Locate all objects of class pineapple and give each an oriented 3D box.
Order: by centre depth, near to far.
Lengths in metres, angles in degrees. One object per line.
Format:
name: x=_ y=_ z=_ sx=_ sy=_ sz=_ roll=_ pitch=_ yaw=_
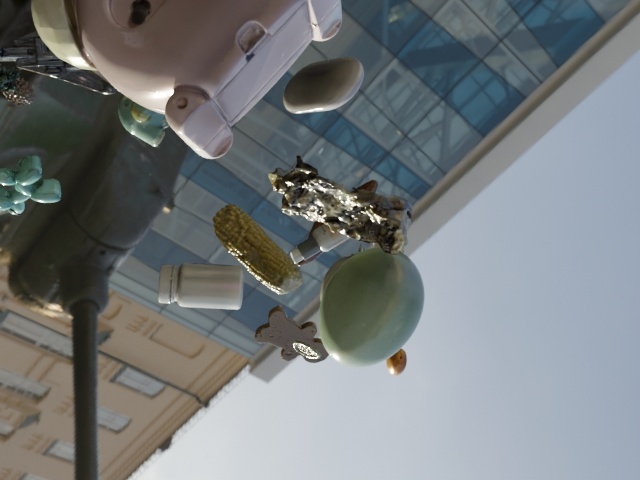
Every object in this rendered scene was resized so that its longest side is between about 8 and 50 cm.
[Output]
pineapple: x=-0.945 y=-0.477 z=1.926 sx=0.221 sy=0.103 sz=0.083 roll=144 pitch=-56 yaw=-85

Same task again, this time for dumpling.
dumpling: x=0.073 y=0.125 z=1.497 sx=0.172 sy=0.142 sz=0.247 roll=117 pitch=-9 yaw=-83

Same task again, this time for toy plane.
toy plane: x=-0.613 y=-0.419 z=1.371 sx=0.103 sy=0.316 sz=0.204 roll=9 pitch=-74 yaw=64

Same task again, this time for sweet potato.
sweet potato: x=0.042 y=-0.060 z=1.949 sx=0.359 sy=0.112 sz=0.112 roll=-50 pitch=-153 yaw=2

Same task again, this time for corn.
corn: x=-0.136 y=0.016 z=1.266 sx=0.087 sy=0.086 sz=0.288 roll=-54 pitch=-131 yaw=6

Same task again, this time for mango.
mango: x=0.183 y=0.295 z=1.510 sx=0.089 sy=0.046 sz=0.060 roll=98 pitch=-23 yaw=-49

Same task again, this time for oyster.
oyster: x=0.027 y=-0.053 z=0.903 sx=0.223 sy=0.214 sz=0.083 roll=-38 pitch=150 yaw=-85

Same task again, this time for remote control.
remote control: x=0.006 y=-0.524 z=2.102 sx=0.332 sy=0.103 sz=0.221 roll=6 pitch=-120 yaw=42

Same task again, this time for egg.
egg: x=0.077 y=0.101 z=0.945 sx=0.149 sy=0.149 sz=0.192 roll=6 pitch=-117 yaw=60

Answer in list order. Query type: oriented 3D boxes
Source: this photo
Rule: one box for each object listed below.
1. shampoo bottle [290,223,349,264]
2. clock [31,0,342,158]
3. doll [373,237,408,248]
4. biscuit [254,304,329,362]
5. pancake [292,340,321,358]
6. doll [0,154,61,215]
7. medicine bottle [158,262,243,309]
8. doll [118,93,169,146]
shampoo bottle: x=0.000 y=0.000 z=1.775 sx=0.192 sy=0.074 sz=0.074 roll=-30 pitch=-151 yaw=-2
clock: x=-0.180 y=-0.320 z=0.824 sx=0.342 sy=0.325 sz=0.184 roll=-46 pitch=166 yaw=-7
doll: x=0.205 y=0.054 z=2.105 sx=0.138 sy=0.119 sz=0.293 roll=45 pitch=-56 yaw=36
biscuit: x=-0.096 y=0.366 z=2.329 sx=0.197 sy=0.301 sz=0.049 roll=-49 pitch=-157 yaw=23
pancake: x=-0.045 y=0.353 z=2.003 sx=0.108 sy=0.108 sz=0.017 roll=-12 pitch=-140 yaw=54
doll: x=-0.648 y=-0.107 z=1.337 sx=0.159 sy=0.158 sz=0.059 roll=93 pitch=-19 yaw=-61
medicine bottle: x=-0.272 y=0.103 z=1.427 sx=0.103 sy=0.186 sz=0.103 roll=-177 pitch=-90 yaw=-82
doll: x=-0.417 y=-0.393 z=1.593 sx=0.261 sy=0.161 sz=0.177 roll=-47 pitch=-167 yaw=47
